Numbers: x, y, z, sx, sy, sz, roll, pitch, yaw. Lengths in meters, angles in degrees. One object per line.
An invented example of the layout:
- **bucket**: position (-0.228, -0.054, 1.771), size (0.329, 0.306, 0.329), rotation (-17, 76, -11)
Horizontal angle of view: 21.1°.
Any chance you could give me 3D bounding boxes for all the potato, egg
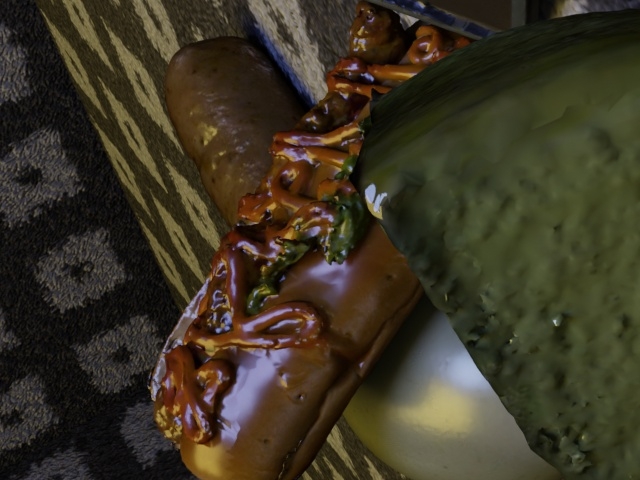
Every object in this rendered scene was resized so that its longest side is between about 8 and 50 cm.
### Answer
- **potato**: position (0.169, -0.004, 0.766), size (0.330, 0.213, 0.280), rotation (54, -170, -24)
- **egg**: position (0.109, 0.080, 1.168), size (0.188, 0.188, 0.254), rotation (63, 162, -16)

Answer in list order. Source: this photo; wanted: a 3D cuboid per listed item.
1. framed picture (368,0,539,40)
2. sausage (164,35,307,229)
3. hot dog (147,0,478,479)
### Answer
- **framed picture**: position (-0.028, -0.190, 0.943), size (0.315, 0.024, 0.232), rotation (22, 173, 9)
- **sausage**: position (0.005, -0.002, 1.587), size (0.501, 0.123, 0.136), rotation (53, 138, 27)
- **hot dog**: position (0.000, 0.000, 1.096), size (0.117, 0.349, 0.158), rotation (29, -169, -32)
